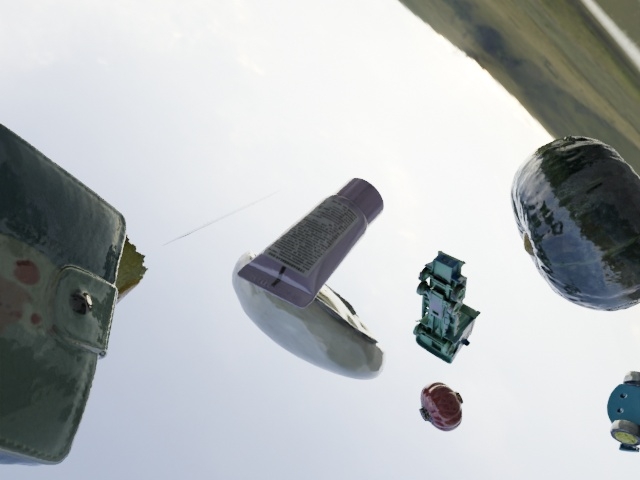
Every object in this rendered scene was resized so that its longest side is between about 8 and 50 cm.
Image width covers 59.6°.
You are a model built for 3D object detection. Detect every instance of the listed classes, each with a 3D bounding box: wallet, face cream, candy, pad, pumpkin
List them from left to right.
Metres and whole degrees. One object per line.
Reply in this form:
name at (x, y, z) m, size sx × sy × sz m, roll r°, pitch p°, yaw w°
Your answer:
wallet at (-0.332, 0.052, 0.612) m, size 0.252 × 0.083 × 0.360 m, roll 42°, pitch -145°, yaw -45°
pad at (-0.199, -0.011, 1.095) m, size 0.323 × 0.249 × 0.055 m, roll -94°, pitch -22°, yaw -62°
candy at (-0.026, 0.193, 1.363) m, size 0.426 × 0.186 × 0.386 m, roll 34°, pitch 180°, yaw 10°
face cream at (0.000, 0.000, 0.961) m, size 0.154 × 0.096 × 0.274 m, roll 25°, pitch -127°, yaw 32°
pumpkin at (0.309, -0.021, 0.644) m, size 0.211 × 0.152 × 0.212 m, roll -20°, pitch -90°, yaw -84°

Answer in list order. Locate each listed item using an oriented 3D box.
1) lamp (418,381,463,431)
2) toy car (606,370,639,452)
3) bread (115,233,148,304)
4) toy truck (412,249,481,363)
lamp at (0.258, 0.354, 1.194) m, size 0.107 × 0.092 × 0.108 m, roll 157°, pitch 90°, yaw -83°
toy car at (0.566, 0.294, 0.917) m, size 0.098 × 0.161 × 0.126 m, roll 56°, pitch -130°, yaw -29°
bread at (-0.561, 0.089, 1.116) m, size 0.233 × 0.361 × 0.245 m, roll 49°, pitch -177°, yaw 19°
toy truck at (0.173, 0.080, 0.750) m, size 0.067 × 0.175 × 0.081 m, roll 29°, pitch -128°, yaw 35°
